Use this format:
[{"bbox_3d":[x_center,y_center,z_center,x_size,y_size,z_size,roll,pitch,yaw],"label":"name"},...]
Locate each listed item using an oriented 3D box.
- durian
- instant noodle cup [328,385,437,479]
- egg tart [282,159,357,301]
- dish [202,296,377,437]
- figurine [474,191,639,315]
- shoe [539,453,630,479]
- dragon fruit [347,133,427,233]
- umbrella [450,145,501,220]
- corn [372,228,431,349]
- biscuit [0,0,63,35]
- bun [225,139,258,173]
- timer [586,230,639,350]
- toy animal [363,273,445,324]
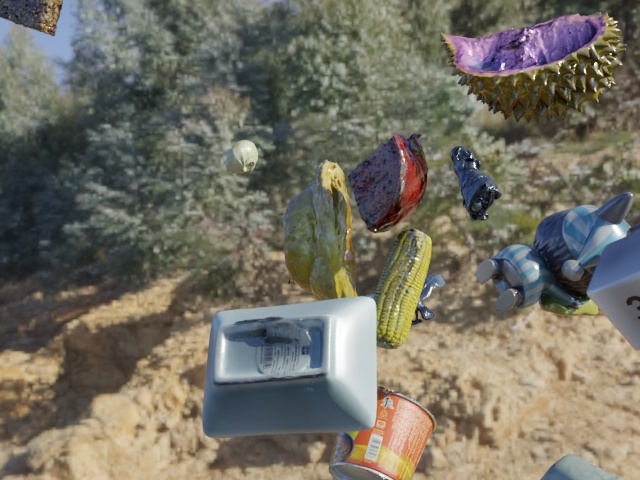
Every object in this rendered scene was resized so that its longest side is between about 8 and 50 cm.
[{"bbox_3d":[0.344,-0.253,1.251,0.261,0.153,0.186,-16,-40,25],"label":"durian"},{"bbox_3d":[0.119,0.426,1.664,0.213,0.174,0.213,16,-34,12],"label":"instant noodle cup"},{"bbox_3d":[0.000,0.000,1.540,0.128,0.318,0.319,-4,-2,6],"label":"egg tart"},{"bbox_3d":[-0.052,0.156,1.047,0.243,0.181,0.080,-7,-29,17],"label":"dish"},{"bbox_3d":[0.635,-0.003,2.023,0.362,0.266,0.377,-8,-40,-33],"label":"figurine"},{"bbox_3d":[0.346,0.332,1.059,0.103,0.100,0.251,4,-12,-44],"label":"shoe"},{"bbox_3d":[0.138,-0.091,1.302,0.161,0.127,0.121,-7,-19,-47],"label":"dragon fruit"},{"bbox_3d":[0.292,-0.116,1.541,0.071,0.080,0.224,22,27,-18],"label":"umbrella"},{"bbox_3d":[0.123,0.072,1.240,0.072,0.203,0.072,18,-23,8],"label":"corn"},{"bbox_3d":[-0.455,-0.348,1.161,0.199,0.064,0.034,21,7,25],"label":"biscuit"},{"bbox_3d":[-0.173,-0.184,1.810,0.055,0.086,0.086,36,11,17],"label":"bun"},{"bbox_3d":[0.749,0.101,1.799,0.192,0.195,0.194,-32,14,48],"label":"timer"},{"bbox_3d":[0.169,0.110,1.524,0.220,0.107,0.062,-9,-18,-40],"label":"toy animal"}]
